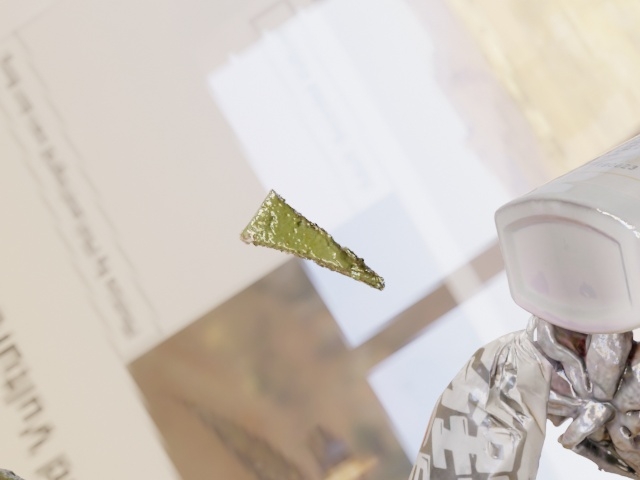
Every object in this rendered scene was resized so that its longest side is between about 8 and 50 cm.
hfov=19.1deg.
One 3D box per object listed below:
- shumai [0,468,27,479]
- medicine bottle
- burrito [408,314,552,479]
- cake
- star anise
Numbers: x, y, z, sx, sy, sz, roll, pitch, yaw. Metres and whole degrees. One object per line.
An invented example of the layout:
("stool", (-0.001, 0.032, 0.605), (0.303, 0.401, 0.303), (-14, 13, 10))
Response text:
("shumai", (-0.401, 0.357, 2.126), (0.222, 0.272, 0.204), (26, -116, -20))
("medicine bottle", (0.306, -0.037, 1.553), (0.179, 0.324, 0.124), (5, 117, 50))
("burrito", (0.143, 0.267, 1.916), (0.139, 0.446, 0.101), (20, -167, 28))
("cake", (0.000, 0.000, 1.683), (0.140, 0.055, 0.051), (21, 178, -10))
("star anise", (0.380, 0.194, 2.342), (0.139, 0.359, 0.316), (-67, -23, -44))
